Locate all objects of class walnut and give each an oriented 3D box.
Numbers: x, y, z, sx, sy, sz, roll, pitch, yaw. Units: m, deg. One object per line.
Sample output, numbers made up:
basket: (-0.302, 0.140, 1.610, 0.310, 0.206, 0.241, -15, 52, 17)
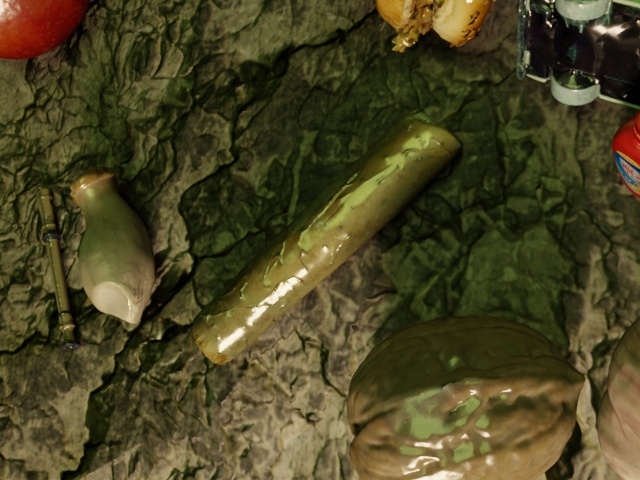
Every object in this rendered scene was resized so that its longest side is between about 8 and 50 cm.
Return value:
walnut: (0.133, 0.156, 0.749, 0.230, 0.178, 0.178, -16, 72, 14)

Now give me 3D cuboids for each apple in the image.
apple: (-0.438, -0.362, 1.098, 0.218, 0.201, 0.218, -2, 81, 17)

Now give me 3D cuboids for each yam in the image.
yam: (0.000, 0.000, 0.889, 0.371, 0.083, 0.083, -44, 65, 9)

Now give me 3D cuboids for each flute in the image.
flute: (-0.354, 0.034, 1.062, 0.027, 0.027, 0.233, -23, 70, 17)

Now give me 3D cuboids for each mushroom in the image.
mushroom: (-0.262, 0.006, 0.989, 0.088, 0.097, 0.213, -29, 68, 27)

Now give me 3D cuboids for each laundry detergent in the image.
laundry detergent: (0.307, -0.076, 0.718, 0.097, 0.165, 0.049, 41, 94, 26)

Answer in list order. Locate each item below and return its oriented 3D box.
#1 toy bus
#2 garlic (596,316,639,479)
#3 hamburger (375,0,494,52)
toy bus: (0.338, -0.202, 0.739, 0.276, 0.134, 0.165, 23, 62, 26)
garlic: (0.371, 0.139, 0.585, 0.317, 0.259, 0.318, 1, 94, 15)
hamburger: (0.100, -0.333, 0.831, 0.211, 0.245, 0.261, 20, 111, 6)
